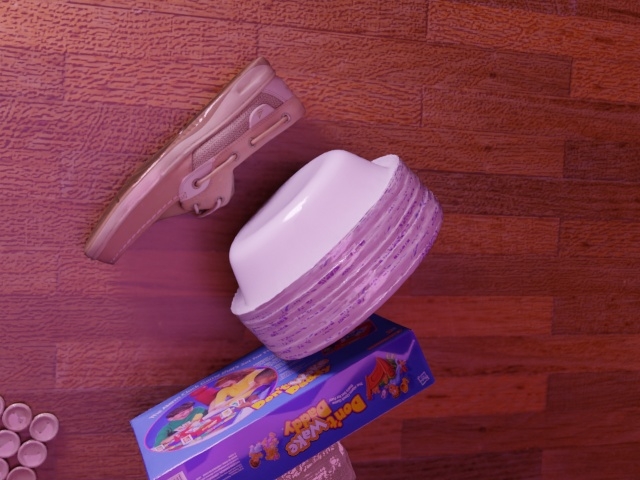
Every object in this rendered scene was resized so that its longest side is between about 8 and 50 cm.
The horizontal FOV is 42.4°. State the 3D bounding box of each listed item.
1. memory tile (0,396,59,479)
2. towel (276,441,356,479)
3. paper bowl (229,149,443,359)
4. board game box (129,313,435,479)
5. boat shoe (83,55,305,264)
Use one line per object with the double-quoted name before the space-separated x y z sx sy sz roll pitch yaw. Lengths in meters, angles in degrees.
"memory tile" -0.413 0.278 1.060 0.113 0.012 0.147 26 86 -19
"towel" -0.027 0.337 1.187 0.148 0.027 0.110 -28 102 -14
"paper bowl" 0.000 0.000 1.027 0.148 0.284 0.284 45 81 -13
"board game box" -0.059 0.207 1.054 0.347 0.233 0.078 -28 103 -14
"boat shoe" -0.155 -0.084 1.052 0.341 0.122 0.110 -47 106 -10
